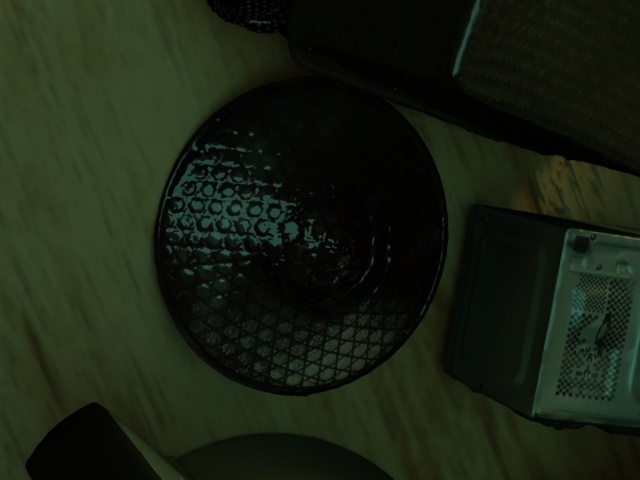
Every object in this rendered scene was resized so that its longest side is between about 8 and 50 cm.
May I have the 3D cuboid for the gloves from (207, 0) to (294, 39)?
[{"bbox_3d":[0.025,-0.168,1.130,0.181,0.106,0.129,16,96,-45],"label":"gloves"}]

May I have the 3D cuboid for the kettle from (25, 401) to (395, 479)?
[{"bbox_3d":[-0.021,0.229,1.010,0.250,0.377,0.361,-38,105,-7],"label":"kettle"}]

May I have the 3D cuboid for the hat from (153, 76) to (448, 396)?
[{"bbox_3d":[0.000,0.000,1.146,0.193,0.082,0.193,-3,83,23],"label":"hat"}]

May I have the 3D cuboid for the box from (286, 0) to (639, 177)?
[{"bbox_3d":[0.136,-0.143,1.067,0.273,0.143,0.184,18,93,-46],"label":"box"}]

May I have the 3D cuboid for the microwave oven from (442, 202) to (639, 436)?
[{"bbox_3d":[0.203,0.057,1.160,0.208,0.162,0.122,8,95,-19],"label":"microwave oven"}]
